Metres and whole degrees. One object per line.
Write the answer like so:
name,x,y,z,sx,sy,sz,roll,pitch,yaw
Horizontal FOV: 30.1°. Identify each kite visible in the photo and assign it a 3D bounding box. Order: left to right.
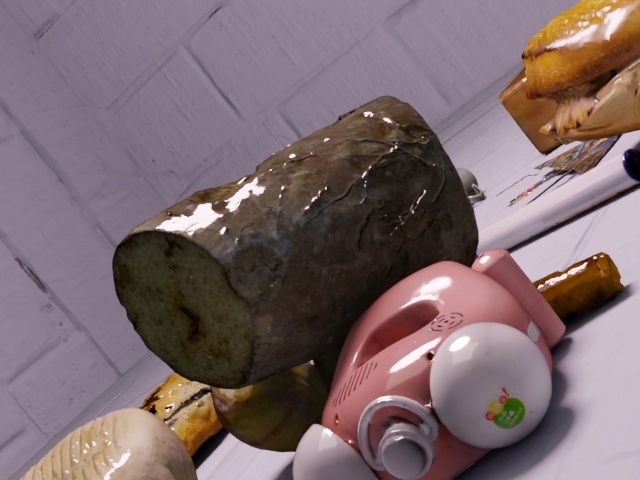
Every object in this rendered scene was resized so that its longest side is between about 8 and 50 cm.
kite,0.263,-0.080,1.248,0.160,0.010,0.183,-35,8,-1

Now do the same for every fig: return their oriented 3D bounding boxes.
fig,-0.009,0.106,0.878,0.149,0.149,0.245,-39,15,-4

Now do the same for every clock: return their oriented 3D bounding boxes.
clock,0.060,0.084,0.695,0.166,0.093,0.162,-36,8,23

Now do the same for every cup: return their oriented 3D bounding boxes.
cup,0.172,-0.062,1.520,0.075,0.054,0.083,-37,2,38

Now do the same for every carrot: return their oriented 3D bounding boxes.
carrot,0.125,0.057,0.783,0.170,0.042,0.042,-33,7,30

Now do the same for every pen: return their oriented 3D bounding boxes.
pen,0.191,-0.020,1.067,0.033,0.033,0.269,-42,6,-37

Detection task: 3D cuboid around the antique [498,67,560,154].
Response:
antique,0.325,-0.212,1.558,0.087,0.093,0.310,-36,4,31

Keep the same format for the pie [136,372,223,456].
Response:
pie,-0.213,0.243,1.339,0.308,0.085,0.308,-38,3,2

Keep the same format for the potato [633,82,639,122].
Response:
potato,0.302,-0.121,0.875,0.107,0.080,0.170,-50,7,-32

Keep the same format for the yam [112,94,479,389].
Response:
yam,0.000,0.000,0.822,0.254,0.154,0.154,-27,-2,-30

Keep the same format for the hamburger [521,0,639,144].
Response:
hamburger,0.318,-0.187,1.067,0.283,0.144,0.156,-41,15,-8

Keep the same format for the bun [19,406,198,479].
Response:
bun,-0.159,0.223,0.868,0.178,0.128,0.193,-39,16,-4
